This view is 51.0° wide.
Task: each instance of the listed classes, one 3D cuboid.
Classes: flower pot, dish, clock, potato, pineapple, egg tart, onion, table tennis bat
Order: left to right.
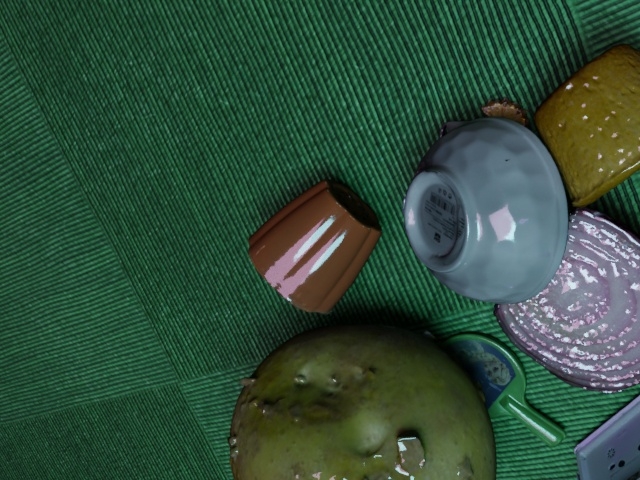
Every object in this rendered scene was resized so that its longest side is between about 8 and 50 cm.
[{"bbox_3d":[0.000,0.000,1.117,0.190,0.190,0.173,43,111,4],"label":"flower pot"},{"bbox_3d":[0.062,0.298,1.092,0.442,0.385,0.319,4,97,16],"label":"potato"},{"bbox_3d":[0.204,-0.037,0.955,0.303,0.120,0.303,28,123,56],"label":"dish"},{"bbox_3d":[0.307,0.263,1.156,0.257,0.039,0.160,38,123,10],"label":"table tennis bat"},{"bbox_3d":[0.282,-0.184,0.997,0.083,0.019,0.045,42,127,4],"label":"pineapple"},{"bbox_3d":[0.410,0.087,0.990,0.247,0.111,0.250,37,121,7],"label":"onion"},{"bbox_3d":[0.374,-0.151,0.873,0.202,0.202,0.147,-42,79,32],"label":"egg tart"},{"bbox_3d":[0.487,0.339,1.035,0.071,0.147,0.192,31,120,-5],"label":"clock"}]
